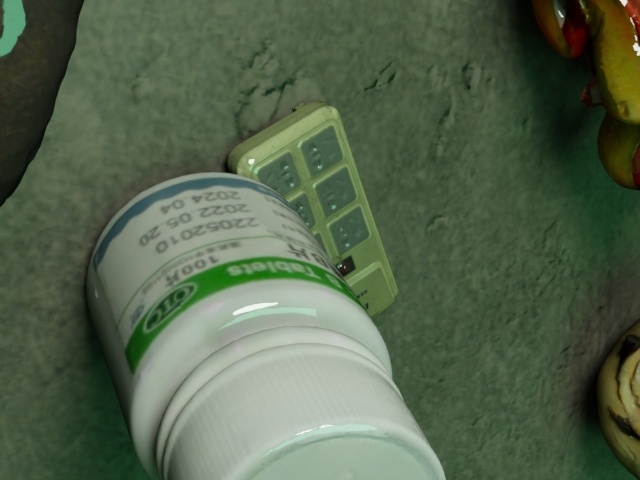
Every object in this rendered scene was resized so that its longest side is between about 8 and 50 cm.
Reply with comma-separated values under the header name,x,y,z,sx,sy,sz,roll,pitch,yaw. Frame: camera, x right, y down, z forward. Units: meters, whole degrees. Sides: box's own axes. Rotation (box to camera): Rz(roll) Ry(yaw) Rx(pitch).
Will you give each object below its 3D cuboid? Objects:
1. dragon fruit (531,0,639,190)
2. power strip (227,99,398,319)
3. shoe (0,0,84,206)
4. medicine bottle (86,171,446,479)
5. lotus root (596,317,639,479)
name,x,y,z,sx,sy,sz,roll,pitch,yaw
dragon fruit,0.230,-0.178,0.739,0.227,0.243,0.307,-36,170,-44
power strip,0.000,0.000,0.764,0.076,0.028,0.169,-34,126,-19
shoe,-0.236,-0.053,0.482,0.237,0.171,0.384,23,89,-35
medicine bottle,-0.034,0.070,0.624,0.139,0.237,0.139,-8,119,-16
lotus root,0.353,0.128,0.972,0.310,0.183,0.182,6,107,-37
